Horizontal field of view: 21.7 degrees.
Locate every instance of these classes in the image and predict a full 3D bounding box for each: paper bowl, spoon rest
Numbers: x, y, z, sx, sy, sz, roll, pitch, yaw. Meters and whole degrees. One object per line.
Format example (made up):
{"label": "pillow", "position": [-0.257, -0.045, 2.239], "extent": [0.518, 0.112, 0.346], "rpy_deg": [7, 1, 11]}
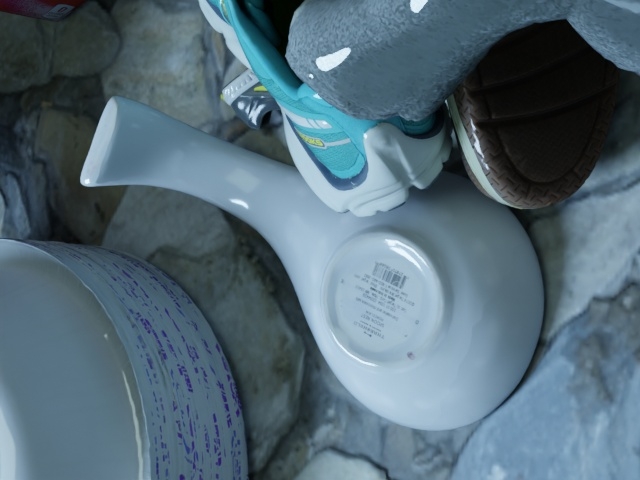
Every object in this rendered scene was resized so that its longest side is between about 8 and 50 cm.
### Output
{"label": "paper bowl", "position": [-0.191, 0.140, 1.002], "extent": [0.284, 0.148, 0.284], "rpy_deg": [-4, 83, 38]}
{"label": "spoon rest", "position": [0.000, 0.000, 0.915], "extent": [0.276, 0.084, 0.137], "rpy_deg": [30, 106, 24]}

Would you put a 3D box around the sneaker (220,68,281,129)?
{"label": "sneaker", "position": [-0.017, -0.094, 0.961], "extent": [0.083, 0.031, 0.035], "rpy_deg": [-33, 93, 25]}

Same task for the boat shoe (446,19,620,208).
{"label": "boat shoe", "position": [0.092, -0.144, 0.850], "extent": [0.095, 0.095, 0.258], "rpy_deg": [178, 88, -74]}

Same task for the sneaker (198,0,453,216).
{"label": "sneaker", "position": [-0.012, -0.137, 0.879], "extent": [0.107, 0.110, 0.275], "rpy_deg": [-33, 50, 2]}

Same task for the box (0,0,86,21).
{"label": "box", "position": [-0.222, -0.227, 0.991], "extent": [0.128, 0.256, 0.123], "rpy_deg": [-28, 71, 34]}

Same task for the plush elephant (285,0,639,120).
{"label": "plush elephant", "position": [0.163, -0.189, 0.698], "extent": [0.271, 0.255, 0.330], "rpy_deg": [19, 140, 1]}
